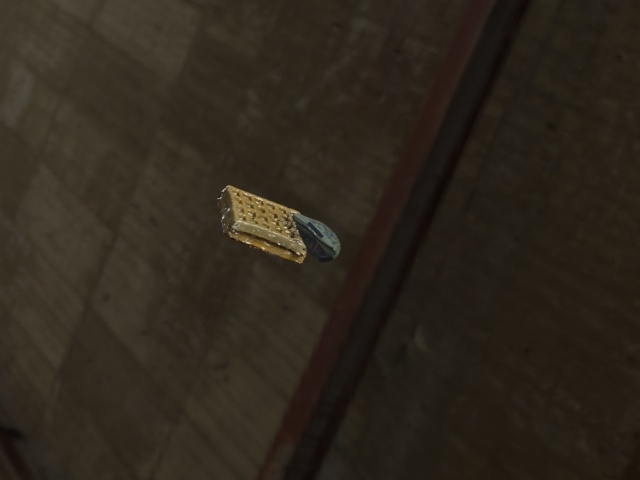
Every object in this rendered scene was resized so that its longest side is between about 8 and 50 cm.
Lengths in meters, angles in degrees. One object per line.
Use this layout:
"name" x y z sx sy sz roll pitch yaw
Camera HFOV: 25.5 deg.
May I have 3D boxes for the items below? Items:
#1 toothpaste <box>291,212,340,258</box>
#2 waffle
"toothpaste" 0.000 0.001 1.976 0.268 0.047 0.069 59 13 -84
"waffle" -0.090 -0.025 2.245 0.042 0.148 0.102 -54 -149 27
